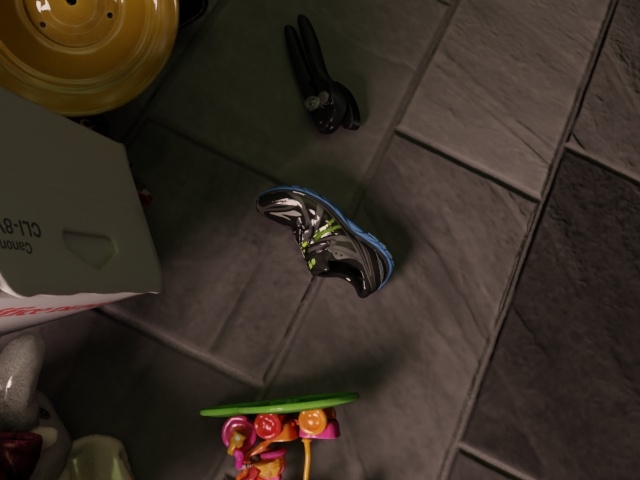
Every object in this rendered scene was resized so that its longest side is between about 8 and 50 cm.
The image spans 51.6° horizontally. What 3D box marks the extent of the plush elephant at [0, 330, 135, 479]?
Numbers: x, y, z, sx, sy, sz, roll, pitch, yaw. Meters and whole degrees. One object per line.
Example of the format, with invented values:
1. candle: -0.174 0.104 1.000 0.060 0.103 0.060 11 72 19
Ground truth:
1. plush elephant: -0.304 0.204 0.581 0.272 0.330 0.255 22 38 -7

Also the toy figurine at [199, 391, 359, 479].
1. toy figurine: -0.037 0.247 0.687 0.173 0.130 0.159 -8 80 11

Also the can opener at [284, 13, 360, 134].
1. can opener: -0.009 -0.223 0.896 0.059 0.073 0.186 -32 70 21

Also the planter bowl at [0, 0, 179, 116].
1. planter bowl: -0.255 -0.241 0.667 0.217 0.090 0.217 -6 113 -13

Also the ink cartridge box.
1. ink cartridge box: -0.366 0.021 0.540 0.385 0.279 0.160 -16 85 7

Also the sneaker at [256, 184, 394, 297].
1. sneaker: 0.000 0.000 0.798 0.188 0.067 0.078 36 62 2

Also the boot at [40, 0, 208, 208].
1. boot: -0.268 -0.160 0.775 0.378 0.138 0.284 -24 74 -14
